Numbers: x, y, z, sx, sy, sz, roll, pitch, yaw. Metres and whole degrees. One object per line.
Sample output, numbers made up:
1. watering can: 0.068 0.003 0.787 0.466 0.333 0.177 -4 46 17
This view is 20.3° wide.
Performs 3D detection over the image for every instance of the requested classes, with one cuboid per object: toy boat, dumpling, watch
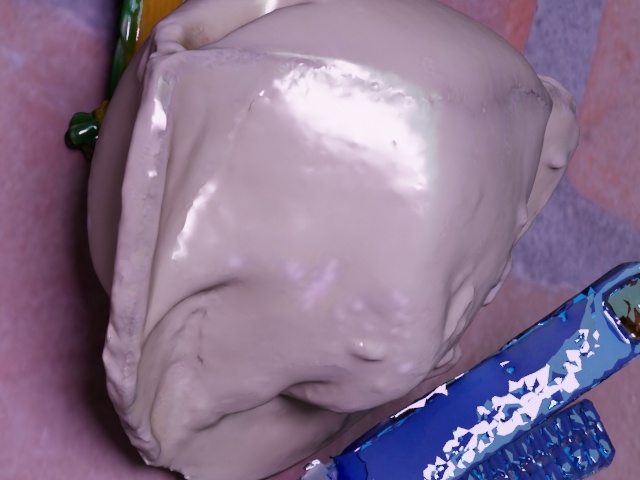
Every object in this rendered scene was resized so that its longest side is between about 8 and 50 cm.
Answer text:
1. toy boat: -0.113 -0.159 1.112 0.088 0.089 0.229 -1 72 8
2. dumpling: 0.000 0.000 1.045 0.233 0.315 0.395 34 26 29
3. watch: 0.084 0.144 1.099 0.274 0.276 0.068 -34 70 -14
